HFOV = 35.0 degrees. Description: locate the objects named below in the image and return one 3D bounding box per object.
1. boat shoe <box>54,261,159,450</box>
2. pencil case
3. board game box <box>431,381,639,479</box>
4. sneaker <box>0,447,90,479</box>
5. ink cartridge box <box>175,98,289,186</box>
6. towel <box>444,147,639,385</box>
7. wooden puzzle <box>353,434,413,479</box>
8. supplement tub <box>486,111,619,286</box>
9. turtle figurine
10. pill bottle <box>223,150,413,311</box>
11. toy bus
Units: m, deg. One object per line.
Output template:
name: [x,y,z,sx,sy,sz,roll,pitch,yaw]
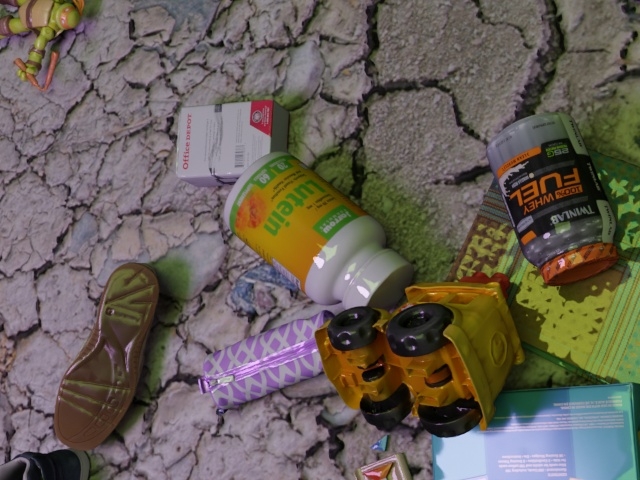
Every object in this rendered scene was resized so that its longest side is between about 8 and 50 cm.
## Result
boat shoe: [-0.300,0.168,1.479,0.105,0.089,0.285,24,92,-2]
pencil case: [-0.064,0.161,1.374,0.206,0.088,0.086,-24,74,15]
board game box: [0.264,0.343,1.188,0.254,0.079,0.335,-9,76,31]
sneaker: [-0.410,0.406,1.425,0.086,0.163,0.226,3,82,21]
ink cartridge box: [-0.127,-0.139,1.473,0.151,0.063,0.109,-2,79,22]
towel: [0.359,0.037,1.257,0.370,0.040,0.271,25,88,26]
wooden puzzle: [0.085,0.320,1.321,0.079,0.014,0.116,-31,69,14]
supplement tub: [0.282,-0.048,1.223,0.117,0.117,0.190,-23,70,16]
turtle figurine: [-0.456,-0.379,1.644,0.217,0.087,0.269,14,94,31]
pill bottle: [0.000,0.000,1.353,0.246,0.136,0.136,39,95,24]
toy bus: [0.136,0.113,1.236,0.220,0.211,0.149,-2,122,42]
